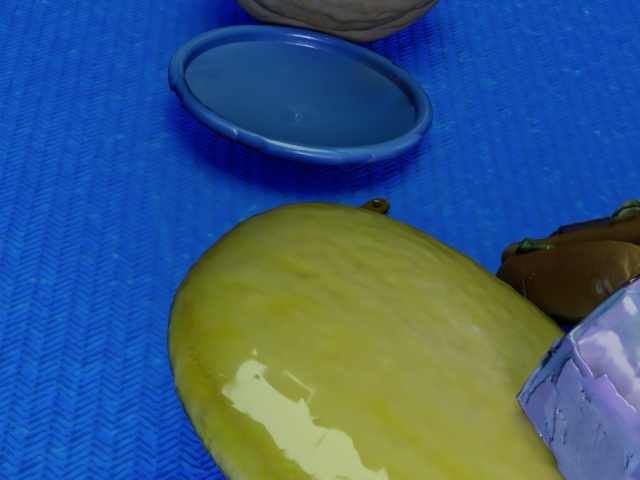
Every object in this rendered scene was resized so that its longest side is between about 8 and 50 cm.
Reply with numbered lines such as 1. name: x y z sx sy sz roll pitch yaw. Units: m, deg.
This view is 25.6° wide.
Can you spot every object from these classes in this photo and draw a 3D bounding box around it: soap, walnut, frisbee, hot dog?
1. soap: 0.097 0.138 0.870 0.427 0.115 0.306 41 41 8
2. walnut: 0.016 -0.304 1.376 0.261 0.225 0.225 13 37 -8
3. frisbee: -0.019 -0.125 1.268 0.242 0.045 0.242 9 32 -5
4. hot dog: 0.190 0.016 0.996 0.100 0.249 0.068 -29 92 -17

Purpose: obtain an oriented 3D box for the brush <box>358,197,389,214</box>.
1. brush: 0.000 0.000 1.138 0.043 0.014 0.170 33 44 28

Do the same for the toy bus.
1. toy bus: 0.239 0.162 0.775 0.138 0.112 0.317 -18 60 -35
